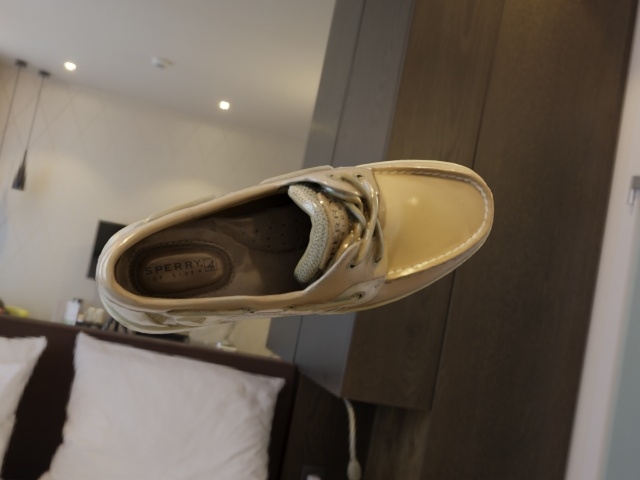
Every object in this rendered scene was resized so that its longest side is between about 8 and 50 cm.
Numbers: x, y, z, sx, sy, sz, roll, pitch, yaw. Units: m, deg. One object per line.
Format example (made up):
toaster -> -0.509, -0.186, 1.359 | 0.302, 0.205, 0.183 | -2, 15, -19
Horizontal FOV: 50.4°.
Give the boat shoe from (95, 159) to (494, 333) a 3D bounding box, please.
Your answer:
boat shoe -> 0.000, 0.000, 0.472 | 0.302, 0.109, 0.098 | -11, -5, -17
